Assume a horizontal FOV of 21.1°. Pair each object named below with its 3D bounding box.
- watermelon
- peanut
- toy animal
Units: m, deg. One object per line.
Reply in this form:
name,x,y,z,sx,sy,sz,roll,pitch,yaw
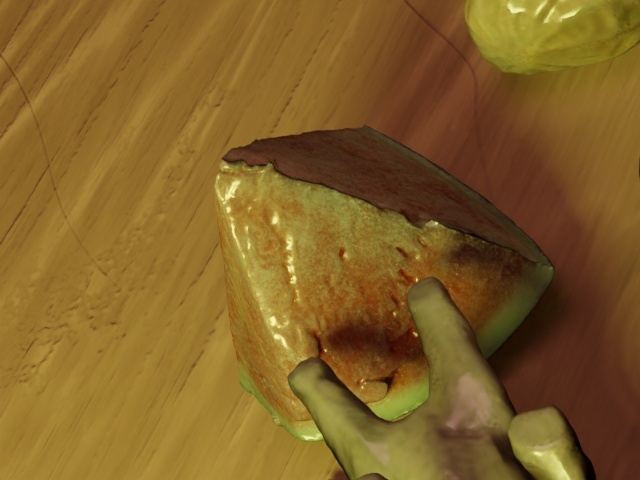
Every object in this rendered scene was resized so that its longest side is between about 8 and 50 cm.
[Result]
watermelon,0.003,0.008,1.540,0.283,0.292,0.250,-45,15,-4
peanut,0.284,-0.264,1.632,0.313,0.152,0.152,-33,45,2
toy animal,0.127,0.228,1.306,0.194,0.302,0.344,-30,21,3
